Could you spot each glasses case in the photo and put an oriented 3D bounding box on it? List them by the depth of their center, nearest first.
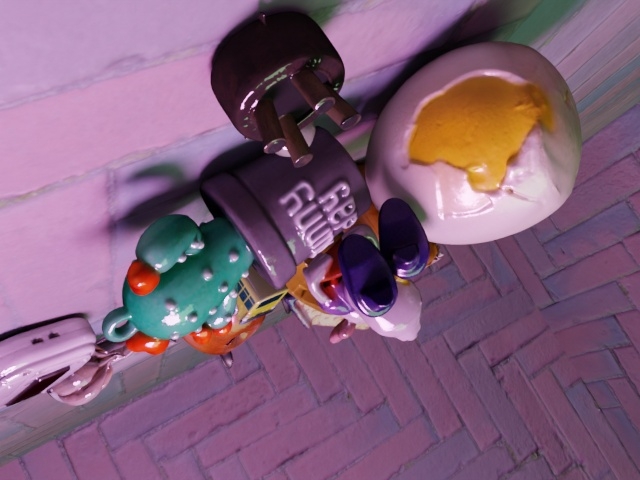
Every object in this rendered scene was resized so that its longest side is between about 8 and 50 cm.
[{"bbox_3d":[-0.508,0.280,1.475,0.308,0.083,0.128,-29,164,-5],"label":"glasses case"}]

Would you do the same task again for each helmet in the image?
[{"bbox_3d":[-0.023,0.020,1.230,0.140,0.257,0.205,-49,-156,-23],"label":"helmet"}]

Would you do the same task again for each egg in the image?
[{"bbox_3d":[0.214,-0.131,0.920,0.283,0.283,0.345,-20,177,-44],"label":"egg"}]

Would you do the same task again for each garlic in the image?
[{"bbox_3d":[-0.495,0.279,1.342,0.194,0.131,0.127,-19,171,-11],"label":"garlic"}]

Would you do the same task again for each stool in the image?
[{"bbox_3d":[-0.036,-0.139,0.634,0.125,0.121,0.217,-29,165,-12],"label":"stool"}]

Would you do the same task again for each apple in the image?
[{"bbox_3d":[-0.219,0.158,1.415,0.210,0.173,0.235,-22,166,-38],"label":"apple"}]

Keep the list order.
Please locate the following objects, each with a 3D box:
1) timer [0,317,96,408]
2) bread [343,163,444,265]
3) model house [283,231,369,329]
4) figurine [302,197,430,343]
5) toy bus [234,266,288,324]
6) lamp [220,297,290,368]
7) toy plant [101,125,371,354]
[{"bbox_3d":[-0.549,0.239,1.134,0.262,0.087,0.237,-35,169,30],"label":"timer"},{"bbox_3d":[0.122,-0.037,1.204,0.136,0.241,0.107,-20,162,-44],"label":"bread"},{"bbox_3d":[0.019,0.037,1.440,0.280,0.245,0.312,9,120,-31],"label":"model house"},{"bbox_3d":[0.077,0.078,0.988,0.154,0.193,0.421,-41,-178,-14],"label":"figurine"},{"bbox_3d":[-0.143,0.051,1.115,0.088,0.175,0.101,-20,160,-43],"label":"toy bus"},{"bbox_3d":[-0.197,0.224,1.773,0.283,0.203,0.124,-26,151,-1],"label":"lamp"},{"bbox_3d":[-0.126,0.005,0.851,0.400,0.185,0.279,-36,175,-10],"label":"toy plant"}]
